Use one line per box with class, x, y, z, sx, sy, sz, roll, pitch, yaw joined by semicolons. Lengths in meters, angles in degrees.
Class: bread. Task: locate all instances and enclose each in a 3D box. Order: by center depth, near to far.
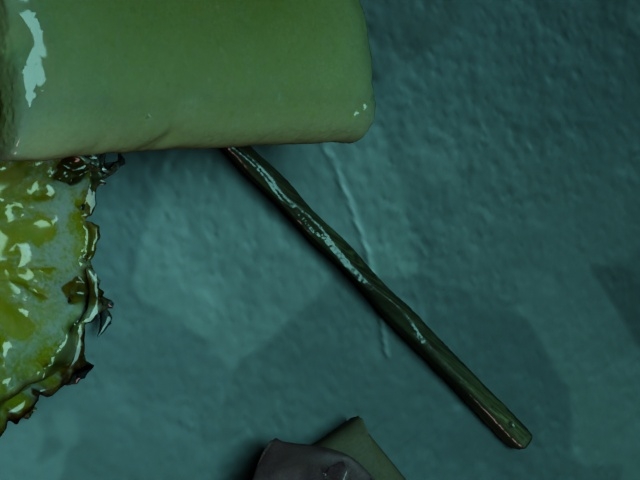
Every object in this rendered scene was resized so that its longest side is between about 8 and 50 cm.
bread;-0.066;-0.102;0.731;0.178;0.060;0.140;-4;82;-37

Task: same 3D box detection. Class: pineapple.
pineapple;-0.176;-0.004;0.714;0.221;0.047;0.221;3;84;-30

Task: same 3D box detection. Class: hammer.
hammer;0.000;0.000;0.810;0.292;0.029;0.058;46;68;-16

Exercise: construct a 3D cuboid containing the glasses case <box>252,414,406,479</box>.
glasses case;-0.029;0.143;0.749;0.193;0.070;0.102;-31;96;-26
